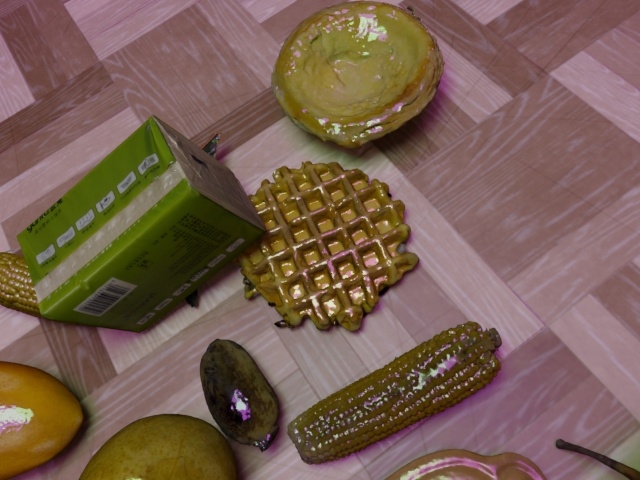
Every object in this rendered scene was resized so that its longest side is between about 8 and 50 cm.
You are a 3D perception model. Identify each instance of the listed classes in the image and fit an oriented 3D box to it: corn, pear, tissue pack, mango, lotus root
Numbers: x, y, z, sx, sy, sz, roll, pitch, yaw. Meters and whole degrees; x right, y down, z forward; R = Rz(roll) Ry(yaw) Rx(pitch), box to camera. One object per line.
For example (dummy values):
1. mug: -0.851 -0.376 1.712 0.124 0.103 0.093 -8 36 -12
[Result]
1. corn: -0.476 0.083 0.803 0.260 0.091 0.091 13 105 14
2. pear: -0.205 0.325 0.590 0.209 0.209 0.209 -4 66 8
3. tissue pack: -0.258 -0.011 0.708 0.274 0.200 0.167 -39 63 9
4. mango: -0.488 0.265 0.699 0.257 0.138 0.187 -12 46 -11
5. lotus root: -0.121 0.220 0.685 0.089 0.080 0.179 -35 65 -7
6. corn: 0.106 0.210 0.646 0.320 0.097 0.097 -28 65 0

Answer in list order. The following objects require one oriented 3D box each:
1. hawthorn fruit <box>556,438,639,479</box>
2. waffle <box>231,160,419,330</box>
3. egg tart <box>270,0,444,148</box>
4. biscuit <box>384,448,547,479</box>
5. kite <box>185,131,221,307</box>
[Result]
1. hawthorn fruit: 0.438 0.298 0.468 0.263 0.235 0.231 -9 64 4
2. waffle: -0.010 -0.004 0.776 0.329 0.062 0.329 -3 67 8
3. egg tart: 0.065 -0.290 0.856 0.315 0.120 0.315 -4 67 10
4. biscuit: 0.202 0.421 0.556 0.351 0.057 0.312 36 78 22
5. kite: -0.251 -0.042 0.839 0.234 0.016 0.321 -2 73 24
